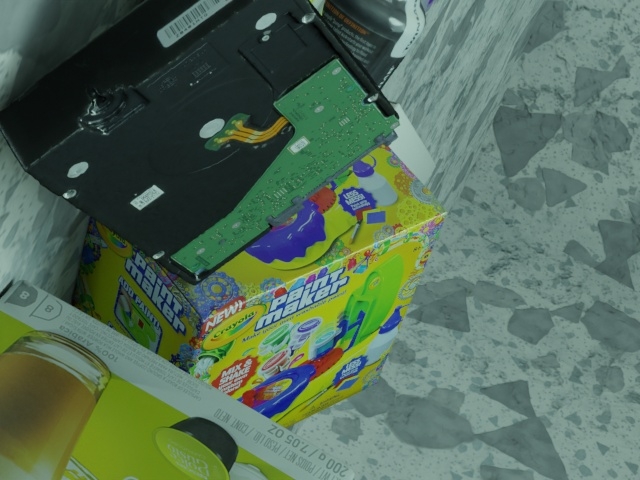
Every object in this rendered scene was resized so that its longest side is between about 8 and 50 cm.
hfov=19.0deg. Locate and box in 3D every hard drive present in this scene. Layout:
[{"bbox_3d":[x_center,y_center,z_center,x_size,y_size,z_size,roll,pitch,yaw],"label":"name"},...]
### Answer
[{"bbox_3d":[-0.081,-0.093,1.501,0.237,0.064,0.339,-36,156,6],"label":"hard drive"}]

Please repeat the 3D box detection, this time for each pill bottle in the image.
[{"bbox_3d":[0.019,-0.201,1.922,0.246,0.130,0.130,-53,176,24],"label":"pill bottle"}]

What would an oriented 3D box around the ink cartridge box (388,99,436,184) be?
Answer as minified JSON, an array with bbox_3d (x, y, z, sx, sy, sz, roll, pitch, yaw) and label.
[{"bbox_3d":[-0.002,-0.050,2.247,0.296,0.066,0.261,-59,142,-17],"label":"ink cartridge box"}]

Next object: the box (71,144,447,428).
[{"bbox_3d":[-0.072,0.050,1.846,0.290,0.177,0.279,-24,150,-32],"label":"box"}]

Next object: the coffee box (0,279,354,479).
[{"bbox_3d":[-0.221,0.314,1.593,0.334,0.337,0.338,-54,170,-45],"label":"coffee box"}]

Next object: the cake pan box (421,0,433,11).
[{"bbox_3d":[0.141,-0.404,2.341,0.246,0.070,0.267,-60,171,8],"label":"cake pan box"}]

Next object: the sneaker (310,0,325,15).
[{"bbox_3d":[-0.054,-0.226,1.530,0.147,0.145,0.385,-34,148,-48],"label":"sneaker"}]
